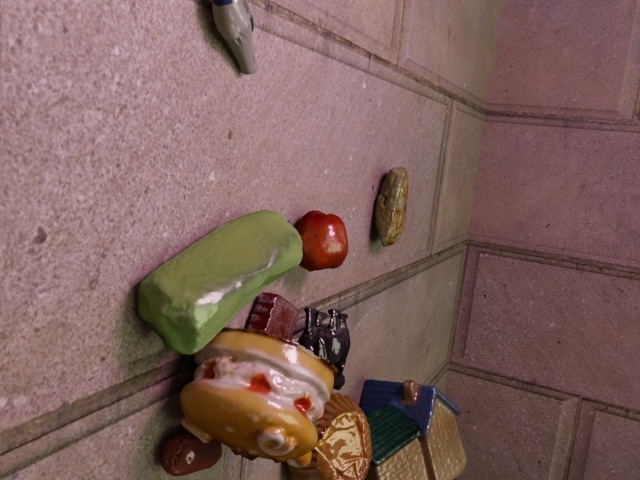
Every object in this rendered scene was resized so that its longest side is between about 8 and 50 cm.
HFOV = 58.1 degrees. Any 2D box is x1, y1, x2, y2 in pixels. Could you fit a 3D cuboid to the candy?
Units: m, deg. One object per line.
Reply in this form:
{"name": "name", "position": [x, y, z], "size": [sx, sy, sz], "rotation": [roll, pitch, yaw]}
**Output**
{"name": "candy", "position": [-0.163, 0.058, 1.007], "size": [0.343, 0.142, 0.132], "rotation": [-38, 148, -50]}

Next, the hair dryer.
{"name": "hair dryer", "position": [-0.130, -0.395, 1.013], "size": [0.167, 0.067, 0.199], "rotation": [85, 14, -48]}

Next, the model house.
{"name": "model house", "position": [0.207, 0.624, 1.814], "size": [0.382, 0.334, 0.343], "rotation": [-21, 100, -43]}

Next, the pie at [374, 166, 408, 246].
{"name": "pie", "position": [0.219, -0.102, 1.767], "size": [0.201, 0.090, 0.248], "rotation": [-6, 105, -74]}

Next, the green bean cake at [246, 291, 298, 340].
{"name": "green bean cake", "position": [-0.108, 0.189, 1.249], "size": [0.135, 0.056, 0.136], "rotation": [48, 56, -57]}

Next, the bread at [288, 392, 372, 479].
{"name": "bread", "position": [0.037, 0.544, 1.509], "size": [0.274, 0.149, 0.274], "rotation": [-2, 94, -34]}

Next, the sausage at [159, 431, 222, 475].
{"name": "sausage", "position": [-0.235, 0.385, 1.052], "size": [0.141, 0.076, 0.076], "rotation": [15, 86, -65]}

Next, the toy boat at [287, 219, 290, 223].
{"name": "toy boat", "position": [-0.076, -0.004, 1.262], "size": [0.038, 0.038, 0.083], "rotation": [-7, 106, -63]}

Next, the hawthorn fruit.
{"name": "hawthorn fruit", "position": [0.000, 0.000, 1.312], "size": [0.133, 0.132, 0.138], "rotation": [-12, 101, -62]}

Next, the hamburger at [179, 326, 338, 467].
{"name": "hamburger", "position": [-0.109, 0.298, 1.039], "size": [0.303, 0.261, 0.186], "rotation": [63, 36, -55]}

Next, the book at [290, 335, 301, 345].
{"name": "book", "position": [-0.064, 0.312, 1.382], "size": [0.192, 0.013, 0.168], "rotation": [28, 73, -79]}

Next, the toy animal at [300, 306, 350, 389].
{"name": "toy animal", "position": [0.026, 0.270, 1.466], "size": [0.343, 0.106, 0.168], "rotation": [72, 23, -62]}
